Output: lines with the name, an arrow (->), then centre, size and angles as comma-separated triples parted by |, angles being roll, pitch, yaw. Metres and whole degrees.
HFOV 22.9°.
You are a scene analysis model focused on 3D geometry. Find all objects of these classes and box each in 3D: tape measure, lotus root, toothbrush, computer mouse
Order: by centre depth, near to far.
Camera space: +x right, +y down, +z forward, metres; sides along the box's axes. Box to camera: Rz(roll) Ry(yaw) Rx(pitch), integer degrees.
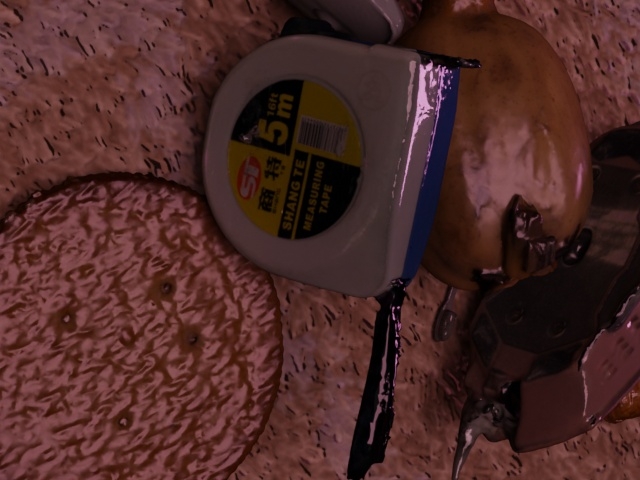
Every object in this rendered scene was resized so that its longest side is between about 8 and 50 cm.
tape measure -> 0.000, 0.000, 1.294 | 0.098, 0.215, 0.351 | -1, 105, -57
computer mouse -> -0.018, -0.245, 1.316 | 0.079, 0.128, 0.231 | -34, 101, -19
lotus root -> 0.134, -0.111, 1.364 | 0.182, 0.183, 0.310 | -10, 86, -22
computer mouse -> 0.239, 0.062, 1.408 | 0.115, 0.199, 0.389 | 37, 79, -32
toothbrush -> 0.137, 0.001, 1.449 | 0.014, 0.017, 0.194 | 21, 82, -28

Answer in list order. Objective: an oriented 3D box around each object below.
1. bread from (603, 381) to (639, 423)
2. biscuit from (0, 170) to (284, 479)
bread -> 0.336, 0.144, 1.523 | 0.157, 0.044, 0.052 | -5, 100, -22
biscuit -> -0.169, 0.092, 1.312 | 0.305, 0.038, 0.305 | -2, 94, -24
